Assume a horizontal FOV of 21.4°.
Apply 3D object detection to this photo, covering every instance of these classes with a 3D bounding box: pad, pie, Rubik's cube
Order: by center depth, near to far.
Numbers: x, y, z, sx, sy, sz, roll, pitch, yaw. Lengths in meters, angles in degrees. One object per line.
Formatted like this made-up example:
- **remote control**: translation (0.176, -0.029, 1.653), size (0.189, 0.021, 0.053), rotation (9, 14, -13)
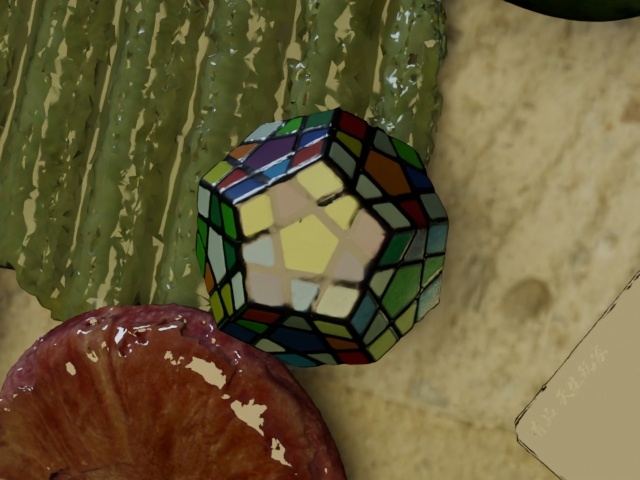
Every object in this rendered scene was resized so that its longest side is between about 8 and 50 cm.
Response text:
- **Rubik's cube**: translation (0.000, 0.000, 0.843), size (0.133, 0.133, 0.112), rotation (6, 63, 17)
- **pad**: translation (0.188, 0.077, 0.885), size (0.112, 0.003, 0.157), rotation (40, 99, 14)
- **pie**: translation (-0.086, 0.139, 0.916), size (0.204, 0.054, 0.218), rotation (-28, 91, 23)

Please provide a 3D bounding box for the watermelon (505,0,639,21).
- **watermelon**: translation (0.129, -0.223, 0.788), size (0.242, 0.242, 0.242), rotation (-1, 88, 16)

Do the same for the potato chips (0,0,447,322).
- **potato chips**: translation (-0.098, -0.152, 0.939), size (0.358, 0.070, 0.429), rotation (9, 93, 10)
